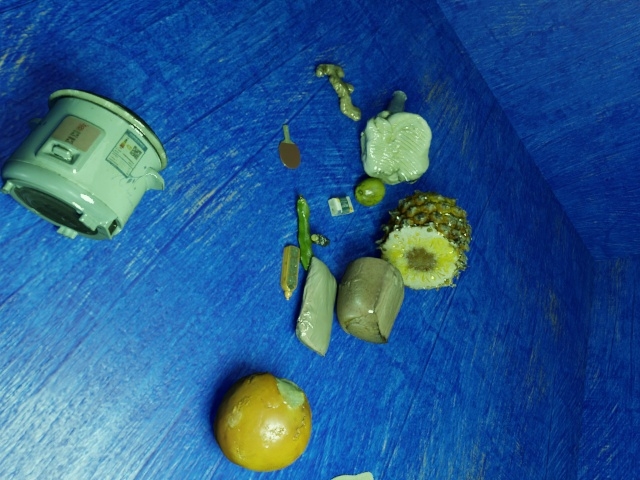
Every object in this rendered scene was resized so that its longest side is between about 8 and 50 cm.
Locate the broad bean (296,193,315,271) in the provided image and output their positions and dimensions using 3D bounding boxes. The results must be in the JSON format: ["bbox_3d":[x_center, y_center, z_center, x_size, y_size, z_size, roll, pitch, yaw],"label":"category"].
[{"bbox_3d":[-0.049,-0.023,1.424,0.052,0.053,0.256,-4,82,-10],"label":"broad bean"}]

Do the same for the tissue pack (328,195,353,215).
[{"bbox_3d":[0.073,-0.124,1.571,0.083,0.042,0.062,-10,81,-43],"label":"tissue pack"}]

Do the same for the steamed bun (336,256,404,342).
[{"bbox_3d":[0.144,0.191,1.421,0.252,0.199,0.301,-67,153,-22],"label":"steamed bun"}]

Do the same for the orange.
[{"bbox_3d":[-0.137,0.440,1.072,0.240,0.240,0.240,14,67,-38],"label":"orange"}]

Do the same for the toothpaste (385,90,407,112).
[{"bbox_3d":[0.305,-0.511,1.892,0.114,0.073,0.299,34,64,-30],"label":"toothpaste"}]

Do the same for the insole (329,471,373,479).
[{"bbox_3d":[0.093,0.741,1.333,0.192,0.010,0.063,12,68,-38],"label":"insole"}]

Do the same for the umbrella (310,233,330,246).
[{"bbox_3d":[0.000,0.000,1.426,0.037,0.040,0.144,-65,164,1],"label":"umbrella"}]

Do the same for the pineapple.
[{"bbox_3d":[0.392,-0.008,1.626,0.352,0.352,0.300,54,42,-15],"label":"pineapple"}]

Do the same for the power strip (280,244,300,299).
[{"bbox_3d":[-0.094,0.097,1.364,0.049,0.028,0.178,20,64,-37],"label":"power strip"}]

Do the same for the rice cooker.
[{"bbox_3d":[-0.488,-0.166,0.940,0.316,0.264,0.317,5,66,-11],"label":"rice cooker"}]

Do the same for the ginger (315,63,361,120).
[{"bbox_3d":[0.089,-0.592,1.725,0.259,0.065,0.149,47,49,-17],"label":"ginger"}]

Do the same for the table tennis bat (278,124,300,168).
[{"bbox_3d":[-0.109,-0.318,1.495,0.087,0.013,0.157,-3,80,-40],"label":"table tennis bat"}]

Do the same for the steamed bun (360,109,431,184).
[{"bbox_3d":[0.280,-0.363,1.716,0.267,0.207,0.280,-6,105,-11],"label":"steamed bun"}]

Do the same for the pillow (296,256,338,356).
[{"bbox_3d":[-0.004,0.207,1.371,0.173,0.067,0.270,44,49,-46],"label":"pillow"}]

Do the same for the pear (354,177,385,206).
[{"bbox_3d":[0.187,-0.182,1.646,0.131,0.107,0.107,-17,88,-47],"label":"pear"}]
